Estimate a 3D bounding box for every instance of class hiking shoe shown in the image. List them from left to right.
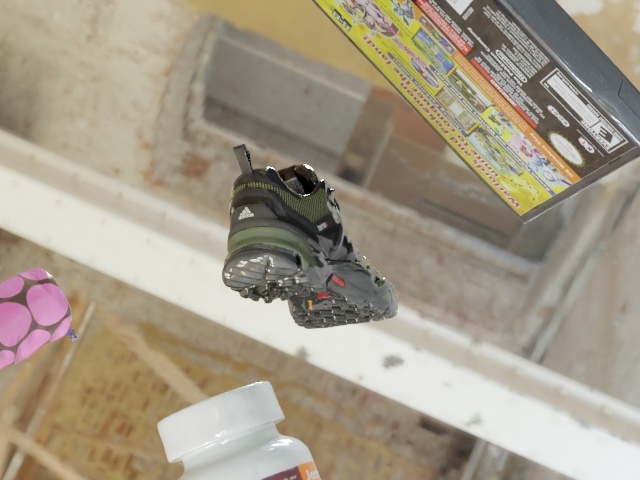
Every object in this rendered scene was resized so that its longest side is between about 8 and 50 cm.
[{"bbox_3d":[0.000,0.000,0.996,0.227,0.086,0.114,33,-129,-63],"label":"hiking shoe"}]

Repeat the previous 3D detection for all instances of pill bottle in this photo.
[{"bbox_3d":[-0.049,0.235,1.056,0.121,0.121,0.221,113,136,-76],"label":"pill bottle"}]

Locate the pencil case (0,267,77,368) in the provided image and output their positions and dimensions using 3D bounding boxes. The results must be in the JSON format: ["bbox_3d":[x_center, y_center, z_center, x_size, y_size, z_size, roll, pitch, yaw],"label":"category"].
[{"bbox_3d":[-0.370,0.113,1.426,0.209,0.095,0.098,-29,-22,-44],"label":"pencil case"}]

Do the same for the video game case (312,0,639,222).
[{"bbox_3d":[0.118,-0.146,1.017,0.035,0.275,0.248,-43,0,-16],"label":"video game case"}]
